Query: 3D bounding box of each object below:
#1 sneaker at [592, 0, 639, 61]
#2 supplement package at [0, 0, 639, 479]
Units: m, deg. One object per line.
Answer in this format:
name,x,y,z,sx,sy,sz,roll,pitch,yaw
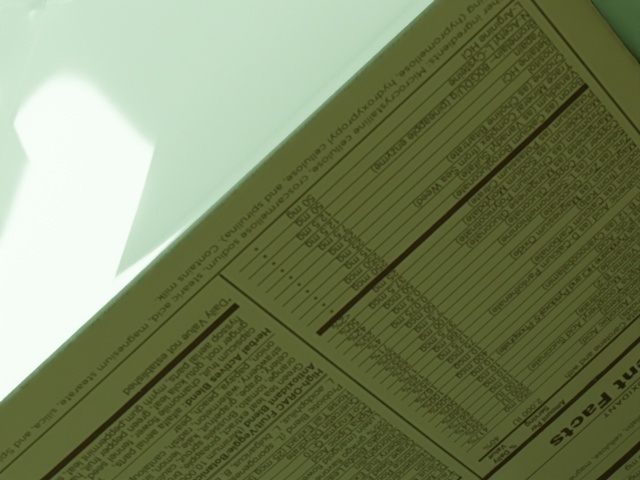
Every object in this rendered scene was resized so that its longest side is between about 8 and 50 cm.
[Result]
sneaker,0.151,-0.163,0.625,0.148,0.131,0.350,-33,47,21
supplement package,0.000,0.000,0.538,0.198,0.263,0.199,-43,46,7
